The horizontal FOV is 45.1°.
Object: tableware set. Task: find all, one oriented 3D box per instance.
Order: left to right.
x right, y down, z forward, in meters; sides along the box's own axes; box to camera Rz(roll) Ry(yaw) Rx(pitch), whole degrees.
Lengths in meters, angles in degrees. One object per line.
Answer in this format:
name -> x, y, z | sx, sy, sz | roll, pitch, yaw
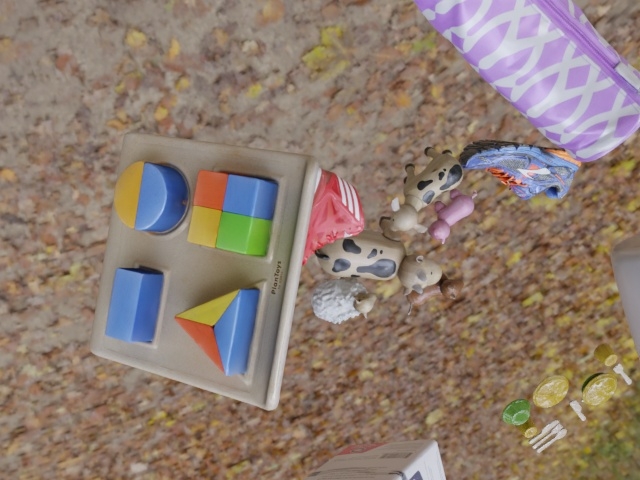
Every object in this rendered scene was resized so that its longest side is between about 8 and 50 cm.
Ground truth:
tableware set -> 0.293, 0.183, 0.925 | 0.154, 0.024, 0.104 | -40, 124, 6

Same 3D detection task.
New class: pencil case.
pencil case -> 0.157, -0.144, 0.559 | 0.086, 0.206, 0.088 | -55, -166, -12

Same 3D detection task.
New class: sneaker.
sneaker -> 0.000, 0.000, 1.188 | 0.128, 0.087, 0.221 | 21, 85, -19
sneaker -> 0.313, -0.107, 1.197 | 0.221, 0.083, 0.087 | 4, 98, -23

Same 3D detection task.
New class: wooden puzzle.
wooden puzzle -> -0.179, 0.027, 1.011 | 0.080, 0.348, 0.322 | 6, 94, -58

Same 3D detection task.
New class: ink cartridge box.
ink cartridge box -> 0.069, 0.397, 1.186 | 0.172, 0.100, 0.237 | -14, 180, 31

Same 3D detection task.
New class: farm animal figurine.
farm animal figurine -> 0.138, 0.008, 1.407 | 0.327, 0.172, 0.330 | -6, 118, -2

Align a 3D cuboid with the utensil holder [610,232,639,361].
utensil holder -> 0.315, 0.138, 0.264 | 0.327, 0.385, 0.327 | -17, 177, -1
